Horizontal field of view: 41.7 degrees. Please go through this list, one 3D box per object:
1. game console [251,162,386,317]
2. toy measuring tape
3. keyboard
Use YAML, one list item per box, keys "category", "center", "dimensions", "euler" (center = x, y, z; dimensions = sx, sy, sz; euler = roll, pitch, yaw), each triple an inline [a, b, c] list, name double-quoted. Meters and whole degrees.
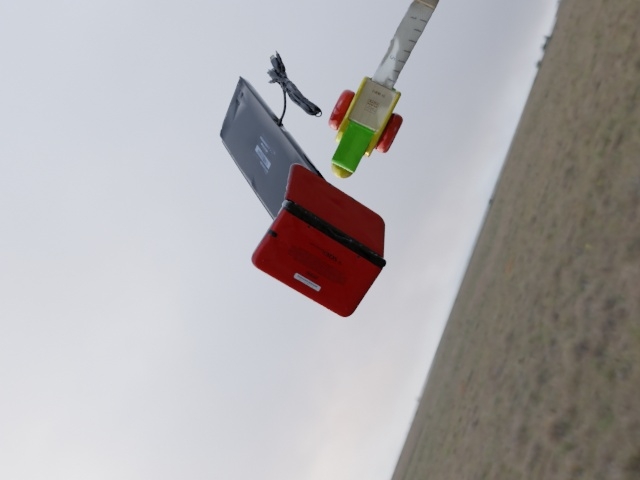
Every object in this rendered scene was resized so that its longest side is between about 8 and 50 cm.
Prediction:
- category: "game console"
  center: [0.000, 0.000, 0.995]
  dimensions: [0.124, 0.144, 0.085]
  euler: [-57, 19, 6]
- category: "toy measuring tape"
  center: [0.097, -0.242, 1.319]
  dimensions: [0.330, 0.121, 0.121]
  euler: [-63, -6, 27]
- category: "keyboard"
  center: [-0.064, -0.160, 1.288]
  dimensions: [0.033, 0.317, 0.201]
  euler: [3, -54, -35]
